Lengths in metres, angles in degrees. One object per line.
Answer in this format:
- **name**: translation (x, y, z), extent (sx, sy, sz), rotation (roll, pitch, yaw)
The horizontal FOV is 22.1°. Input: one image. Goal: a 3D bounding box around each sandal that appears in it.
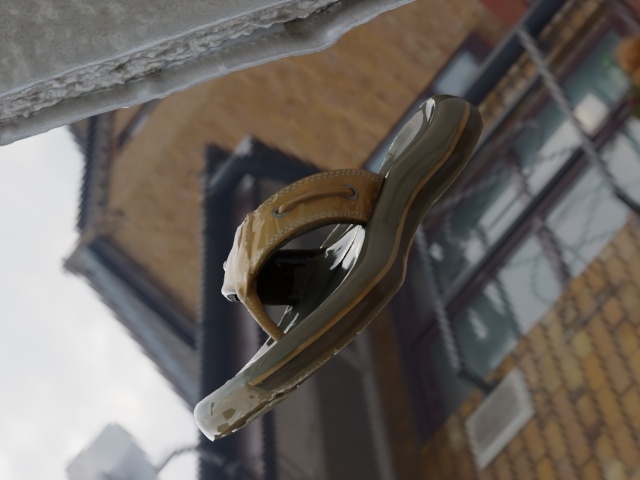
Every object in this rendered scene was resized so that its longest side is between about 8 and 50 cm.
- **sandal**: translation (0.000, 0.000, 0.533), extent (0.049, 0.072, 0.180), rotation (40, -136, -6)

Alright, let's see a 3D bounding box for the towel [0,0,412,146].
- **towel**: translation (-0.067, -0.160, 0.757), extent (0.049, 0.282, 0.187), rotation (67, -173, -62)
